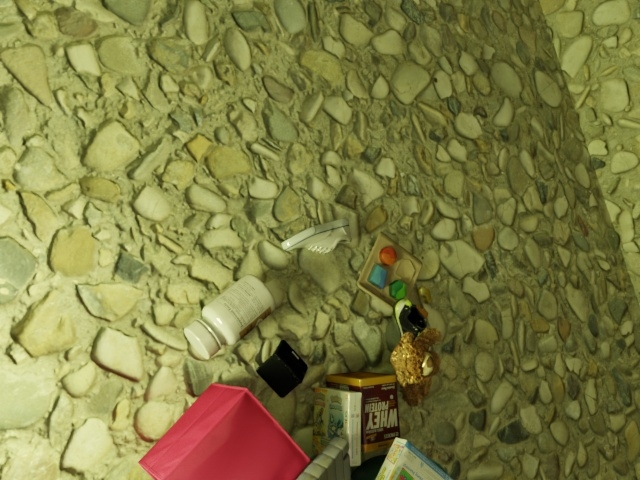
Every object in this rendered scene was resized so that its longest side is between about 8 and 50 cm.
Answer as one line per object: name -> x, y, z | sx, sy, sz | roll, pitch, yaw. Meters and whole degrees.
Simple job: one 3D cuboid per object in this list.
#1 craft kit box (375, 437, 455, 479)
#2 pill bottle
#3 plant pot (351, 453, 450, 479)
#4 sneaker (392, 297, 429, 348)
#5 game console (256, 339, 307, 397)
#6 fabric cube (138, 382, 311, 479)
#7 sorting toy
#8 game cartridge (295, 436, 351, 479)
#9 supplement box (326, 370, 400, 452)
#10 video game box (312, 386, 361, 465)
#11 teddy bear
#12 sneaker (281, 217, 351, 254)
craft kit box -> 0.237, 0.693, 1.271 | 0.250, 0.061, 0.247 | 44, 59, -16
pill bottle -> -0.243, 0.206, 1.317 | 0.229, 0.131, 0.131 | -39, 100, -30
plant pot -> 0.207, 0.759, 1.409 | 0.292, 0.235, 0.293 | 7, 76, -29
sneaker -> 0.315, 0.298, 1.632 | 0.084, 0.097, 0.235 | -38, 112, -22
game console -> -0.110, 0.373, 1.432 | 0.122, 0.071, 0.107 | 51, 30, -13
fabric cube -> -0.236, 0.532, 1.181 | 0.254, 0.259, 0.258 | 51, 58, -11
sorting toy -> 0.284, 0.137, 1.698 | 0.307, 0.041, 0.229 | 35, 65, -20
game cartridge -> 0.002, 0.703, 1.208 | 0.230, 0.068, 0.355 | -22, 113, -50
supplement box -> 0.122, 0.494, 1.438 | 0.129, 0.191, 0.194 | 3, 79, -30
video game box -> 0.044, 0.516, 1.380 | 0.048, 0.205, 0.187 | 11, 74, -27
teddy bear -> 0.322, 0.404, 1.544 | 0.245, 0.113, 0.338 | -47, 143, -25
sneaker -> 0.000, 0.000, 1.525 | 0.258, 0.094, 0.091 | -19, 85, -33
